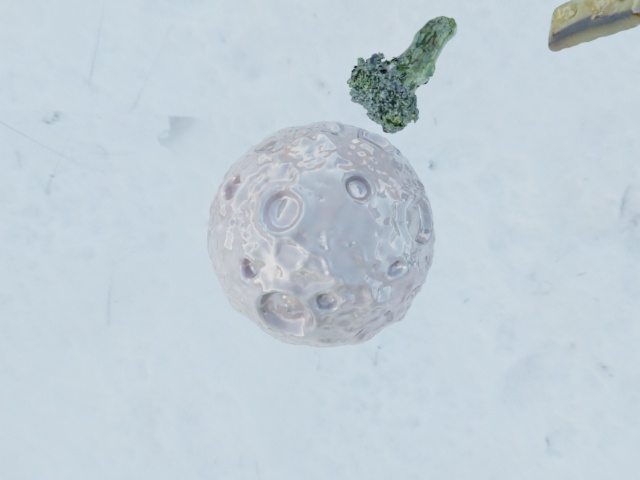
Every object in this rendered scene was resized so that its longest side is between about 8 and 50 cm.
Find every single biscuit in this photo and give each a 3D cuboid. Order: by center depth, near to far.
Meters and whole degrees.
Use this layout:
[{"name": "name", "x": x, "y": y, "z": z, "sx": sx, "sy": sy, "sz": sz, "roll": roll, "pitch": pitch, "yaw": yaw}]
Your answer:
[{"name": "biscuit", "x": 0.413, "y": -0.374, "z": 0.977, "sx": 0.038, "sy": 0.174, "sz": 0.184, "roll": 18, "pitch": 82, "yaw": -28}]

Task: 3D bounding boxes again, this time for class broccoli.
[{"name": "broccoli", "x": 0.182, "y": -0.354, "z": 1.353, "sx": 0.165, "sy": 0.145, "sz": 0.304, "roll": 39, "pitch": 62, "yaw": 0}]

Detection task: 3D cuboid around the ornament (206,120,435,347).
[{"name": "ornament", "x": 0.000, "y": 0.000, "z": 0.758, "sx": 0.259, "sy": 0.259, "sz": 0.225, "roll": 29, "pitch": 48, "yaw": -3}]
